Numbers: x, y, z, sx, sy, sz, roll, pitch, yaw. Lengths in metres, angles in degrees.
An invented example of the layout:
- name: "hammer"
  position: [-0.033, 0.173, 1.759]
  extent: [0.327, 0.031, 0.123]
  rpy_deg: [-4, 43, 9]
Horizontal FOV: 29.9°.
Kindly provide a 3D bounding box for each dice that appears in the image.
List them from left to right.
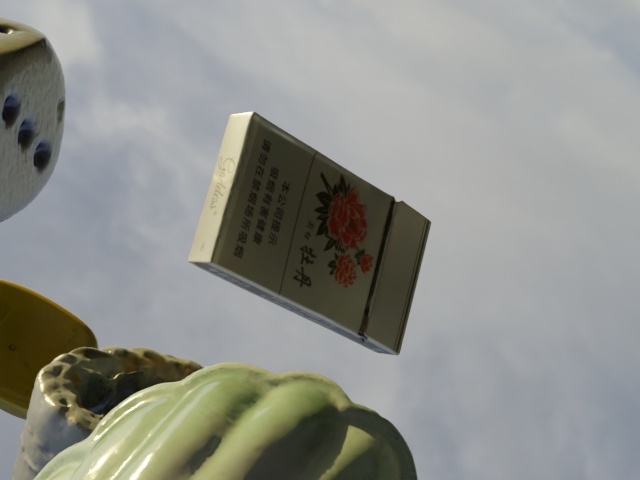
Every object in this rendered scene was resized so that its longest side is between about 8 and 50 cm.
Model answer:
- name: "dice"
  position: [-0.390, -0.131, 1.250]
  extent: [0.194, 0.193, 0.192]
  rpy_deg: [13, -158, 12]

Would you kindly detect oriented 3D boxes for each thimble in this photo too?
- name: "thimble"
  position: [-0.127, 0.149, 0.801]
  extent: [0.151, 0.117, 0.127]
  rpy_deg: [10, -159, -25]

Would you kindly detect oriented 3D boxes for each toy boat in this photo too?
- name: "toy boat"
  position: [-0.076, 0.183, 0.583]
  extent: [0.199, 0.290, 0.100]
  rpy_deg: [53, 178, 6]

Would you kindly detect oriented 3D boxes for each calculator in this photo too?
- name: "calculator"
  position: [-0.342, 0.127, 1.383]
  extent: [0.235, 0.032, 0.146]
  rpy_deg: [30, -127, 1]

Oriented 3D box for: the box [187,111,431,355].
- name: "box"
  position: [0.000, -0.001, 0.836]
  extent: [0.198, 0.029, 0.109]
  rpy_deg: [28, -110, -41]
